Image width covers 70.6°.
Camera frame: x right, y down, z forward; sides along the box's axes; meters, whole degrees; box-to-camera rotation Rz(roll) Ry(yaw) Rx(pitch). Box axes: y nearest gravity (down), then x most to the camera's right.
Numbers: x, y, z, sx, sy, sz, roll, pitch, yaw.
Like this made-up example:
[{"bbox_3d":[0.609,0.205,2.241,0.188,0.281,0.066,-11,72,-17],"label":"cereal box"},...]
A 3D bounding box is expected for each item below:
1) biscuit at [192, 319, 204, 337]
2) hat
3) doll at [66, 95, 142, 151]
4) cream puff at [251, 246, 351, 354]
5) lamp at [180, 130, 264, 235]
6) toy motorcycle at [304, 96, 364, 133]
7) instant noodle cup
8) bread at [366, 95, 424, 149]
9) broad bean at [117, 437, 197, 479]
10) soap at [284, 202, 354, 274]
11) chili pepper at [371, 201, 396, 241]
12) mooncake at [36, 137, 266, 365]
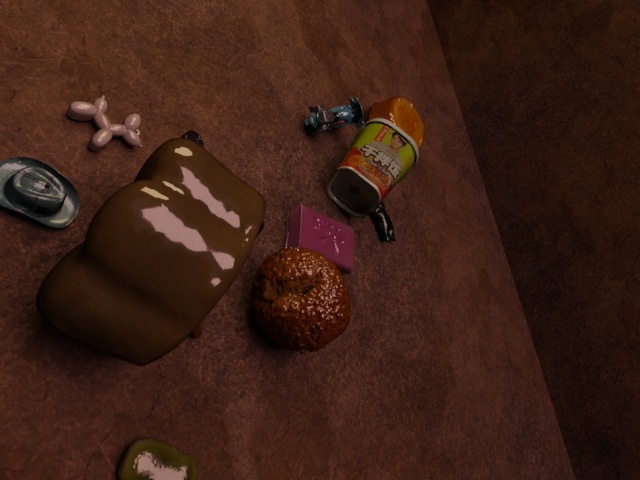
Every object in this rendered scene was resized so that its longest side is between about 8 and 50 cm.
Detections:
[{"bbox_3d":[-0.311,0.139,1.165,0.025,0.126,0.206,5,64,-2],"label":"biscuit"},{"bbox_3d":[-0.618,-0.111,0.991,0.191,0.078,0.138,34,49,-30],"label":"hat"},{"bbox_3d":[-0.540,-0.297,1.169,0.160,0.059,0.160,-40,101,-45],"label":"doll"},{"bbox_3d":[-0.069,0.165,1.259,0.212,0.303,0.302,-1,72,-58],"label":"cream puff"},{"bbox_3d":[-0.279,-0.170,1.336,0.130,0.109,0.370,-18,85,-51],"label":"lamp"},{"bbox_3d":[0.063,-0.484,1.772,0.272,0.182,0.123,-24,103,-47],"label":"toy motorcycle"},{"bbox_3d":[0.187,-0.268,1.744,0.294,0.294,0.307,50,53,-17],"label":"instant noodle cup"},{"bbox_3d":[0.343,-0.514,2.070,0.312,0.173,0.311,19,62,-40],"label":"bread"},{"bbox_3d":[-0.352,0.508,0.987,0.175,0.082,0.124,27,54,-22],"label":"broad bean"},{"bbox_3d":[0.001,-0.001,1.562,0.260,0.081,0.181,25,56,-36],"label":"soap"},{"bbox_3d":[0.256,-0.089,1.875,0.098,0.061,0.224,-33,95,-54],"label":"chili pepper"},{"bbox_3d":[-0.340,0.018,0.953,0.262,0.467,0.466,38,49,-19],"label":"mooncake"}]
